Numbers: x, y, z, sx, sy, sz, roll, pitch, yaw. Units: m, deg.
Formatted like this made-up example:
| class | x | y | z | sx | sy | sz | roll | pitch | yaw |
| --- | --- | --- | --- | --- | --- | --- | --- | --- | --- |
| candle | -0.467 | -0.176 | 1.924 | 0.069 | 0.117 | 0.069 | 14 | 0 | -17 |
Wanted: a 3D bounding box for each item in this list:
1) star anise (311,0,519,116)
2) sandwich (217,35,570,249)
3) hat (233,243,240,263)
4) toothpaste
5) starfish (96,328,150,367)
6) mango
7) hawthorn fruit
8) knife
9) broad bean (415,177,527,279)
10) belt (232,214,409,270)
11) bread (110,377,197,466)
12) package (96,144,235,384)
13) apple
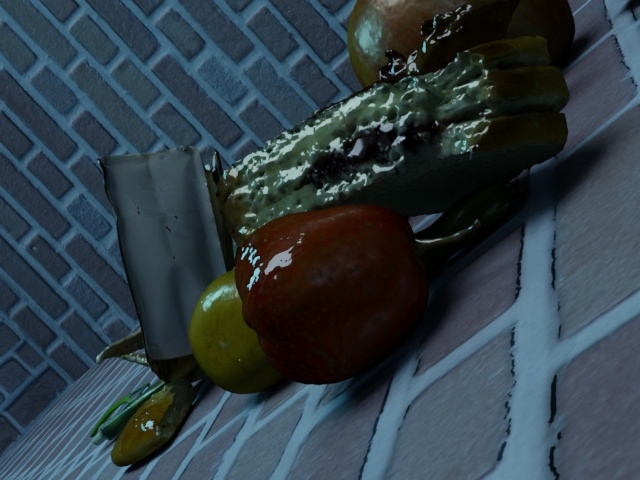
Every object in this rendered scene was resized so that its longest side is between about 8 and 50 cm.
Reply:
| class | x | y | z | sx | sy | sz | roll | pitch | yaw |
| --- | --- | --- | --- | --- | --- | --- | --- | --- | --- |
| star anise | 0.107 | -0.150 | 1.228 | 0.346 | 0.148 | 0.237 | -39 | 52 | 3 |
| sandwich | 0.065 | -0.081 | 0.940 | 0.288 | 0.099 | 0.254 | -12 | -11 | -16 |
| hat | -0.100 | 0.046 | 1.650 | 0.258 | 0.168 | 0.301 | -45 | 28 | 48 |
| toothpaste | -0.306 | 0.279 | 1.741 | 0.204 | 0.031 | 0.049 | -39 | 7 | 8 |
| starfish | -0.243 | 0.084 | 1.886 | 0.398 | 0.132 | 0.384 | -53 | -26 | 7 |
| mango | -0.064 | 0.094 | 1.112 | 0.098 | 0.137 | 0.195 | -3 | -7 | -43 |
| hawthorn fruit | 0.033 | 0.029 | 0.867 | 0.203 | 0.162 | 0.162 | -25 | 7 | 1 |
| knife | -0.393 | 0.327 | 2.002 | 0.166 | 0.022 | 0.078 | -39 | 3 | 25 |
| broad bean | 0.085 | 0.022 | 0.977 | 0.254 | 0.046 | 0.065 | -38 | -8 | 25 |
| belt | -0.014 | 0.009 | 1.346 | 0.267 | 0.116 | 0.206 | -43 | 11 | -21 |
| bread | -0.236 | 0.256 | 1.389 | 0.136 | 0.054 | 0.154 | -44 | 3 | 21 |
| package | -0.192 | 0.031 | 1.502 | 0.165 | 0.311 | 0.221 | -14 | -18 | -2 |
| apple | 0.179 | -0.288 | 1.436 | 0.301 | 0.301 | 0.301 | -42 | 7 | 6 |
